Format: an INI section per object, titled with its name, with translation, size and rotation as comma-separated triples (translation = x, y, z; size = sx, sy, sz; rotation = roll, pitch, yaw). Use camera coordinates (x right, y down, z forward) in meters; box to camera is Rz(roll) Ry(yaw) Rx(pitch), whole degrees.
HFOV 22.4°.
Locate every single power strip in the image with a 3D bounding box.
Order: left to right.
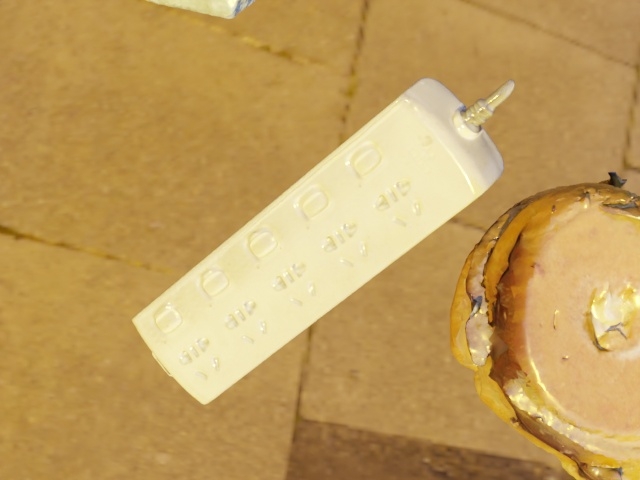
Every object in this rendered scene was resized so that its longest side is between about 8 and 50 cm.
[power strip]
translation = 0.000, 0.000, 0.796
size = 0.060, 0.252, 0.027
rotation = 50, 27, -2

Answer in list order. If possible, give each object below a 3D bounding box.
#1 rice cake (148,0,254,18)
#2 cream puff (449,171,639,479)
[rice cake]
translation = -0.084, -0.111, 0.611
size = 0.033, 0.170, 0.029
rotation = -23, 122, -46
[cream puff]
translation = 0.119, 0.039, 0.681
size = 0.119, 0.104, 0.133
rotation = -27, 96, -9
